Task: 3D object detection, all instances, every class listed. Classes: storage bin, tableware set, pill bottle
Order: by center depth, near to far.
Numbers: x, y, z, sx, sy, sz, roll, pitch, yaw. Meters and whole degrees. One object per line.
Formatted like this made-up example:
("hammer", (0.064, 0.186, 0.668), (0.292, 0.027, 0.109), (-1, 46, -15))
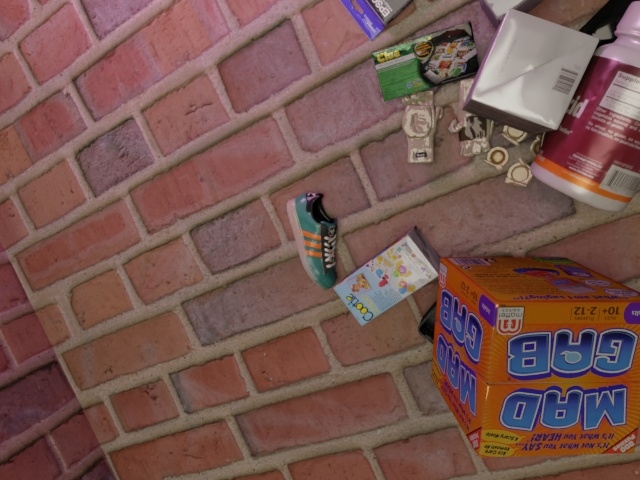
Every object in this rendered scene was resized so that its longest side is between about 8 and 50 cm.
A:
("pill bottle", (0.647, -0.279, 1.087), (0.224, 0.224, 0.392), (27, 114, 12))
("tableware set", (0.526, -0.234, 1.347), (0.141, 0.020, 0.168), (34, 111, 10))
("storage bin", (0.382, 0.222, 1.467), (0.122, 0.084, 0.180), (38, 111, 9))

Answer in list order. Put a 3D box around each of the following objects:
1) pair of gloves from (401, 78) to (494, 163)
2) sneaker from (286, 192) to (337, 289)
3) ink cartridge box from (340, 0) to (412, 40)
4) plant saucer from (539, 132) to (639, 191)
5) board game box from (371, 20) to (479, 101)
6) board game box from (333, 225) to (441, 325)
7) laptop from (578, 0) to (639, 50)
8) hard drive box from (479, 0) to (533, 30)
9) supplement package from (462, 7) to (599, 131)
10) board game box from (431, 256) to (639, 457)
("pair of gloves", (0.345, -0.321, 1.380), (0.240, 0.042, 0.204), (-8, 95, 16))
("sneaker", (0.000, 0.000, 1.543), (0.121, 0.108, 0.302), (-18, 94, 27))
("ink cartridge box", (0.150, -0.693, 1.368), (0.208, 0.045, 0.206), (-39, 88, 24))
("plant saucer", (0.683, -0.231, 1.233), (0.278, 0.041, 0.278), (8, 106, 30))
("board game box", (0.278, -0.471, 1.340), (0.260, 0.030, 0.136), (-13, 117, 14))
("board game box", (0.200, 0.102, 1.474), (0.275, 0.142, 0.144), (-37, 88, 23))
("laptop", (0.893, -0.508, 1.123), (0.382, 0.236, 0.408), (47, 134, 5))
("hard drive box", (0.497, -0.610, 1.187), (0.232, 0.181, 0.089), (-35, 88, 22))
("supplement package", (0.471, -0.378, 1.184), (0.198, 0.263, 0.199), (23, 103, 7))
("board game box", (0.502, 0.255, 1.224), (0.357, 0.356, 0.356), (0, 103, -5))
